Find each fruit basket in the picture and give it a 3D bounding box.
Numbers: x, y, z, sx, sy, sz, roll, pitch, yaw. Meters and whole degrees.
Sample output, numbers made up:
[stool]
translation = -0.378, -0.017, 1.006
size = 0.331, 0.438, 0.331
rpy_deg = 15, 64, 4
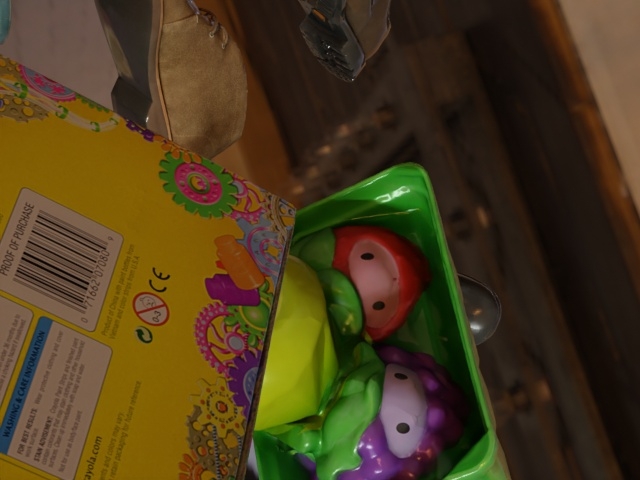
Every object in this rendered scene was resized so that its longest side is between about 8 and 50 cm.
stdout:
[fruit basket]
translation = 0.003, 0.100, 1.534
size = 0.283, 0.392, 0.392
rpy_deg = -24, 174, 17

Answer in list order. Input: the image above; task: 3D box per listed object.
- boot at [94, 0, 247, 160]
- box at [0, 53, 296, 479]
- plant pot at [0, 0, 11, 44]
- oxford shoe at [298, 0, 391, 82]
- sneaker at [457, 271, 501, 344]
[boot]
translation = -0.138, -0.199, 1.453
size = 0.115, 0.112, 0.305
rpy_deg = -22, 132, -23
[box]
translation = -0.168, 0.127, 0.588
size = 0.279, 0.177, 0.290
rpy_deg = -50, -160, 40
[plant pot]
translation = -0.521, -0.287, 1.473
size = 0.334, 0.341, 0.341
rpy_deg = -25, 178, -23
[oxford shoe]
translation = 0.021, -0.253, 1.484
size = 0.096, 0.083, 0.227
rpy_deg = -46, 156, -12
[sneaker]
translation = 0.075, 0.073, 2.072
size = 0.330, 0.122, 0.146
rpy_deg = 11, 175, 10
